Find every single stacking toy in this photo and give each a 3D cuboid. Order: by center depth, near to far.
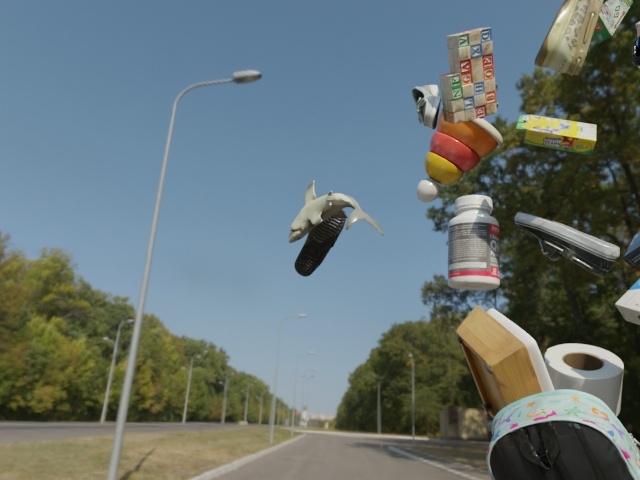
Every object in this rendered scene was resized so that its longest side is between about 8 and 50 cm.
[{"bbox_3d":[0.631,-0.401,2.500,0.350,0.480,0.350,33,9,-6],"label":"stacking toy"}]

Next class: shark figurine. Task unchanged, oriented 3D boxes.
[{"bbox_3d":[0.046,-0.072,1.288,0.278,0.166,0.116,-7,-27,45],"label":"shark figurine"}]

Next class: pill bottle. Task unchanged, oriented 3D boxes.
[{"bbox_3d":[0.542,0.009,1.780,0.176,0.319,0.176,4,-13,1],"label":"pill bottle"}]

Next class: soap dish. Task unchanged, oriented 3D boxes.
[{"bbox_3d":[0.431,0.321,1.153,0.118,0.291,0.229,-25,15,-2],"label":"soap dish"}]

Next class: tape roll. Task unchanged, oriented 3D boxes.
[{"bbox_3d":[0.908,0.489,1.743,0.246,0.169,0.246,-6,15,2],"label":"tape roll"}]

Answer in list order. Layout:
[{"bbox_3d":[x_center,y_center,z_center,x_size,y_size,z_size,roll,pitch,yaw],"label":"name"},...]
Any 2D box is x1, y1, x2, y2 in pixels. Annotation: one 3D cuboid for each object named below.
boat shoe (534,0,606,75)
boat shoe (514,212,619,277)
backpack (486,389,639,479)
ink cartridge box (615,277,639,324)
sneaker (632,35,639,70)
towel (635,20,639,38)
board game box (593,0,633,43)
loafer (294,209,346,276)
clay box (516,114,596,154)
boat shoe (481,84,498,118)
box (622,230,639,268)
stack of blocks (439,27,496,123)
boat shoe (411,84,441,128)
[{"bbox_3d":[0.521,-0.456,0.978,0.089,0.285,0.104,28,3,14],"label":"boat shoe"},{"bbox_3d":[0.755,0.011,1.591,0.121,0.119,0.335,5,20,-42],"label":"boat shoe"},{"bbox_3d":[0.398,0.368,0.802,0.225,0.254,0.191,-32,2,30],"label":"backpack"},{"bbox_3d":[1.000,0.193,1.440,0.078,0.134,0.231,50,-9,-17],"label":"ink cartridge box"},{"bbox_3d":[1.080,-0.637,1.602,0.121,0.217,0.079,41,-12,-16],"label":"sneaker"},{"bbox_3d":[1.311,-0.665,1.757,0.053,0.317,0.331,-33,19,-26],"label":"towel"},{"bbox_3d":[0.869,-0.770,1.562,0.213,0.317,0.046,51,-36,-12],"label":"board game box"},{"bbox_3d":[0.000,0.000,1.431,0.080,0.220,0.078,36,9,10],"label":"loafer"},{"bbox_3d":[0.714,-0.327,1.529,0.222,0.127,0.053,14,-52,20],"label":"clay box"},{"bbox_3d":[0.691,-0.573,2.087,0.095,0.257,0.095,40,-37,8],"label":"boat shoe"},{"bbox_3d":[1.260,-0.011,1.898,0.232,0.059,0.183,-35,-14,-42],"label":"box"},{"bbox_3d":[0.522,-0.586,1.793,0.171,0.297,0.087,-15,24,-7],"label":"stack of blocks"},{"bbox_3d":[0.409,-0.526,1.957,0.103,0.320,0.118,6,-51,6],"label":"boat shoe"}]
